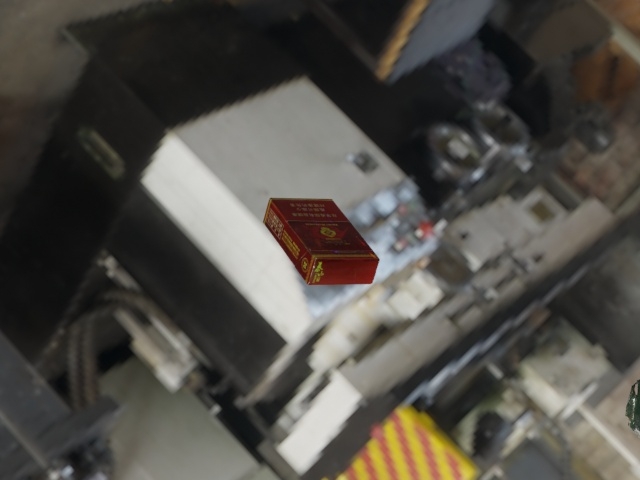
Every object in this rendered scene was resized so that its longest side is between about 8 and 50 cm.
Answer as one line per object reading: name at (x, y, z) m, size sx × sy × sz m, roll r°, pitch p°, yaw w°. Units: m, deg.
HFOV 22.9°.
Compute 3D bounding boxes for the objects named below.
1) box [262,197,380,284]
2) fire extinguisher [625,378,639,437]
box at (0.000, 0.000, 1.091) m, size 0.051 × 0.082 × 0.023 m, roll -1°, pitch 123°, yaw -28°
fire extinguisher at (0.253, 0.178, 0.822) m, size 0.093 × 0.294 × 0.118 m, roll 5°, pitch 129°, yaw -22°
